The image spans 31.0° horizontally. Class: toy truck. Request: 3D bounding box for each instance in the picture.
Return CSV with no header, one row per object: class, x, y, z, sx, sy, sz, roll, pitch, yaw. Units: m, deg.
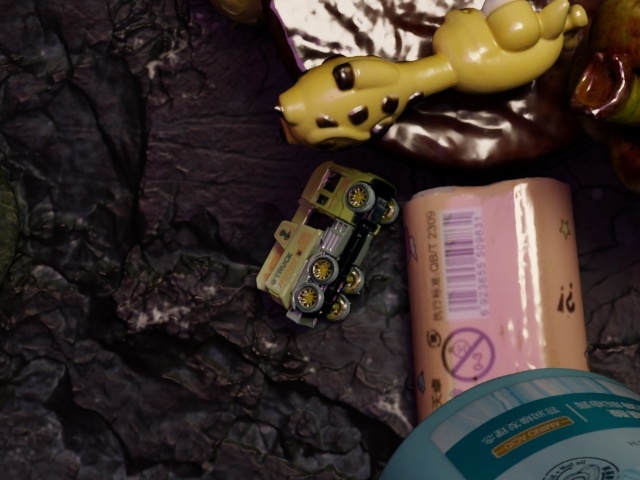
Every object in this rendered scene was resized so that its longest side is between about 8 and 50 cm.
toy truck,0.000,0.000,1.178,0.100,0.077,0.169,28,93,29

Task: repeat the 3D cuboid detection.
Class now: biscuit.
biscuit,0.139,-0.261,1.117,0.407,0.091,0.407,1,85,-8

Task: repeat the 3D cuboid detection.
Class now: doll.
doll,0.096,-0.149,1.003,0.291,0.117,0.086,-21,77,-9

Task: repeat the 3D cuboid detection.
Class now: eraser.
eraser,0.170,0.092,1.120,0.171,0.087,0.290,-6,80,14

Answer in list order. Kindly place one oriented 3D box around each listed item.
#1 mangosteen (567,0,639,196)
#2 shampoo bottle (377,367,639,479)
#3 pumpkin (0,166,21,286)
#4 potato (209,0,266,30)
mangosteen,0.362,-0.150,0.956,0.347,0.307,0.307,-21,78,-4
shampoo bottle,0.225,0.303,0.892,0.331,0.342,0.331,-3,104,-13
pumpkin,-0.423,-0.013,1.239,0.212,0.152,0.211,-4,77,16
potato,-0.083,-0.347,1.210,0.169,0.143,0.248,-28,69,13
